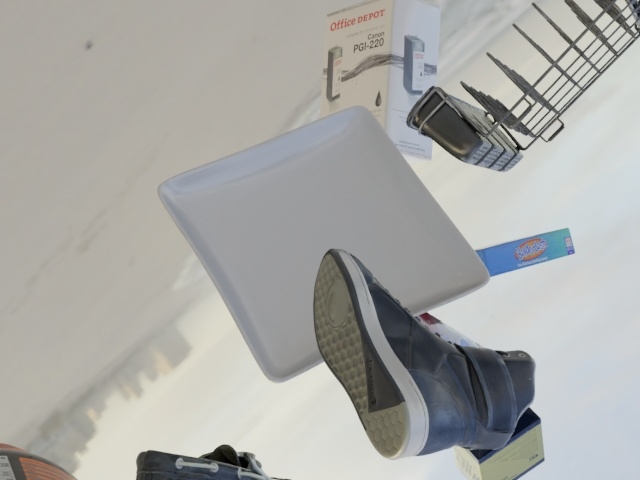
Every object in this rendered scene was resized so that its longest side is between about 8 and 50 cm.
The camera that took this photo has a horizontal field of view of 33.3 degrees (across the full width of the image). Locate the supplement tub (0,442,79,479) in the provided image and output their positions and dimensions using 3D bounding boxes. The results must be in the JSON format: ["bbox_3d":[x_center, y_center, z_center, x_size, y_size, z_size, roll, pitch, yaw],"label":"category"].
[{"bbox_3d":[-0.241,0.287,0.800,0.207,0.207,0.338,-40,-156,-11],"label":"supplement tub"}]

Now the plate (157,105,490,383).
[{"bbox_3d":[0.000,0.000,1.182,0.277,0.278,0.045,-24,154,-20],"label":"plate"}]

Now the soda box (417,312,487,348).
[{"bbox_3d":[0.140,0.162,1.389,0.092,0.083,0.263,-27,148,21],"label":"soda box"}]

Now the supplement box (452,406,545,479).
[{"bbox_3d":[0.189,0.218,1.146,0.083,0.056,0.083,-31,137,-13],"label":"supplement box"}]

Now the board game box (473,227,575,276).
[{"bbox_3d":[0.271,0.030,1.681,0.210,0.047,0.160,-12,177,-40],"label":"board game box"}]

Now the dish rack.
[{"bbox_3d":[0.214,-0.169,0.941,0.271,0.074,0.208,-46,166,15],"label":"dish rack"}]

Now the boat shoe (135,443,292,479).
[{"bbox_3d":[-0.111,0.286,1.260,0.114,0.091,0.302,-5,169,23],"label":"boat shoe"}]

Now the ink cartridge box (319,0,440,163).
[{"bbox_3d":[0.080,-0.217,1.479,0.092,0.217,0.159,10,172,-36],"label":"ink cartridge box"}]

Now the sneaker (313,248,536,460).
[{"bbox_3d":[0.094,0.098,0.961,0.164,0.226,0.086,1,133,-28],"label":"sneaker"}]
